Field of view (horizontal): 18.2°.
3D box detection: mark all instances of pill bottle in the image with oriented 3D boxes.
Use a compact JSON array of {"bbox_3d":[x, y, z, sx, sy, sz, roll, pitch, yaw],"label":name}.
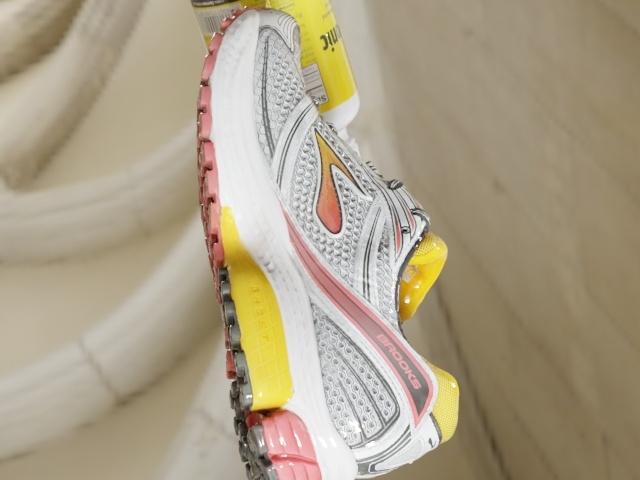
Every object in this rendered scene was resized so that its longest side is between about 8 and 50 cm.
[{"bbox_3d":[-0.018,-0.082,0.959,0.065,0.116,0.065,-16,-162,5],"label":"pill bottle"}]

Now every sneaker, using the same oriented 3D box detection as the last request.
[{"bbox_3d":[0.000,0.000,0.810,0.093,0.088,0.225,-8,-121,-7],"label":"sneaker"}]
